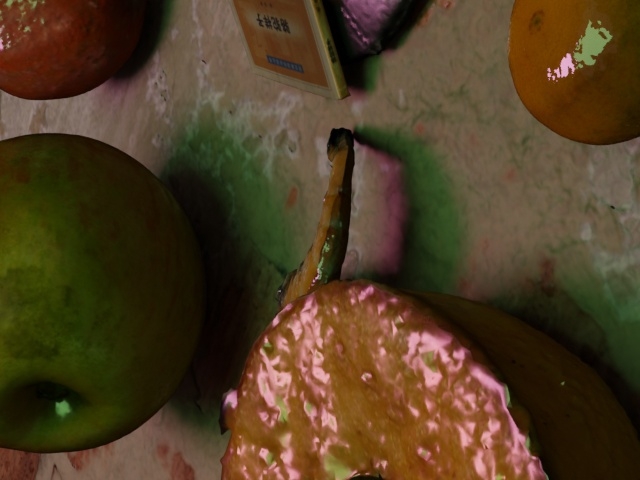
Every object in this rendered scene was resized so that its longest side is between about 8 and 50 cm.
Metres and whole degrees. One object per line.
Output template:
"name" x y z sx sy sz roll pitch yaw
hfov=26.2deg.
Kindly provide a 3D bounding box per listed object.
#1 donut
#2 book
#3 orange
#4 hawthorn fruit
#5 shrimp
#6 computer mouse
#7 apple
"donut" 0.088 0.209 1.103 0.435 0.163 0.377 -44 57 47
"book" -0.053 -0.253 1.271 0.170 0.018 0.241 26 139 56
"orange" 0.203 -0.142 0.958 0.156 0.124 0.156 -171 90 -67
"hawthorn fruit" -0.283 -0.267 1.552 0.251 0.199 0.199 -14 80 28
"shrimp" 0.000 0.000 1.286 0.262 0.051 0.198 116 169 -69
"computer mouse" -0.007 -0.301 1.250 0.168 0.087 0.295 -37 65 51
"apple" -0.281 0.062 1.437 0.340 0.340 0.339 5 96 52
